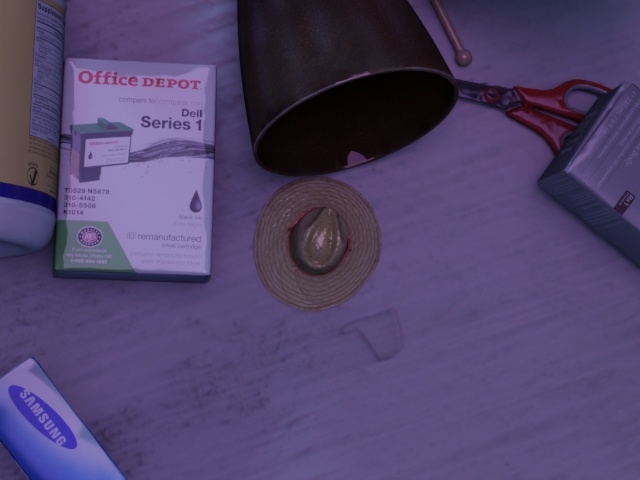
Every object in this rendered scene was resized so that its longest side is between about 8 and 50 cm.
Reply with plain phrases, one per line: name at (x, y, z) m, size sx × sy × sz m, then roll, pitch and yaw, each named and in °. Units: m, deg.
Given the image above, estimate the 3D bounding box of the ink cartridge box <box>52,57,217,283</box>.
ink cartridge box at (-0.188, -0.071, 1.788) m, size 0.160 × 0.092 × 0.219 m, roll 2°, pitch 83°, yaw -7°

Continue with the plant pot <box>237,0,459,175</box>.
plant pot at (0.003, -0.217, 1.791) m, size 0.215 × 0.215 × 0.230 m, roll -15°, pitch 69°, yaw -9°

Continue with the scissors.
scissors at (0.203, -0.159, 1.887) m, size 0.297 × 0.021 × 0.109 m, roll 27°, pitch 83°, yaw -2°

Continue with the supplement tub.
supplement tub at (-0.370, -0.158, 1.703) m, size 0.241 × 0.241 × 0.331 m, roll 2°, pitch 82°, yaw -7°

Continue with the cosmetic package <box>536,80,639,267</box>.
cosmetic package at (0.361, -0.040, 1.835) m, size 0.238 × 0.107 × 0.127 m, roll 36°, pitch 78°, yaw -4°

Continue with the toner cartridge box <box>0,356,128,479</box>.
toner cartridge box at (-0.201, 0.274, 1.704) m, size 0.075 × 0.165 × 0.348 m, roll -37°, pitch 89°, yaw -11°

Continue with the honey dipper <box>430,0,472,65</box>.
honey dipper at (0.121, -0.259, 1.883) m, size 0.030 × 0.030 × 0.160 m, roll -25°, pitch 88°, yaw -9°

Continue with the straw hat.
straw hat at (0.000, 0.000, 1.817) m, size 0.144 × 0.061 × 0.144 m, roll 1°, pitch 82°, yaw -6°
